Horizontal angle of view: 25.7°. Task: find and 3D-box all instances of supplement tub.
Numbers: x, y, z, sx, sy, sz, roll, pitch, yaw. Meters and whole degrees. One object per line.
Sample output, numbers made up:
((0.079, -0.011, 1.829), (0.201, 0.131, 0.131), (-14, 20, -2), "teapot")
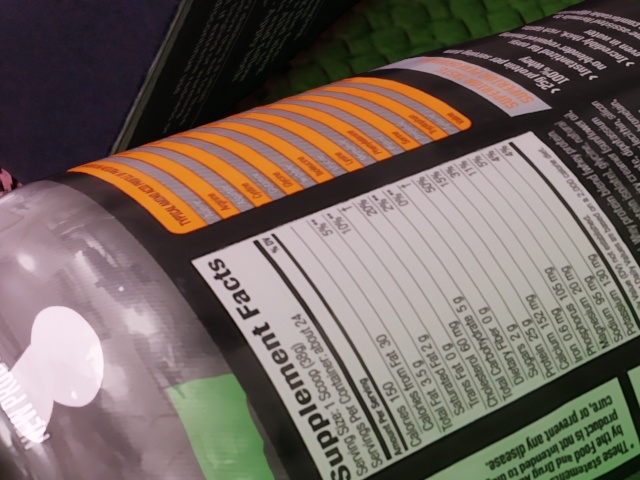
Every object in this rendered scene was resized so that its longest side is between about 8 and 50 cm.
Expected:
((0.024, 0.053, 0.429), (0.338, 0.207, 0.207), (-21, 65, -27), "supplement tub")

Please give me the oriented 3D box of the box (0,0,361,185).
((-0.080, -0.249, 0.671), (0.293, 0.212, 0.395), (38, 44, 4), "box")
